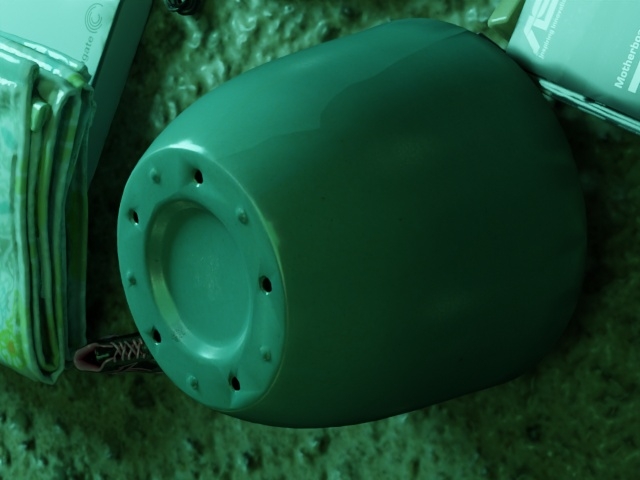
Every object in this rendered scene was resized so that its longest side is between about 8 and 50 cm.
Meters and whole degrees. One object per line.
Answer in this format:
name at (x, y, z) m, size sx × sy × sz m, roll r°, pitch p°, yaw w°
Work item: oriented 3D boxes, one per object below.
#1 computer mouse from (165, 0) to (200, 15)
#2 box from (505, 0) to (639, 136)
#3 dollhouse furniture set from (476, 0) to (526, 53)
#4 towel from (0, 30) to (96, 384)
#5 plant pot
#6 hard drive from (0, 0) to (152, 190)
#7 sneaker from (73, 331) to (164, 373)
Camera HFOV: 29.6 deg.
computer mouse at (-0.060, -0.254, 1.066) m, size 0.193 × 0.042 × 0.106 m, roll 7°, pitch 90°, yaw 41°
box at (0.308, -0.232, 0.740) m, size 0.318 × 0.097 × 0.394 m, roll 39°, pitch 112°, yaw 51°
dollhouse furniture set at (0.152, -0.152, 0.948) m, size 0.114 × 0.091 × 0.081 m, roll -58°, pitch 18°, yaw -5°
towel at (-0.369, -0.061, 1.197) m, size 0.374 × 0.090 × 0.320 m, roll 23°, pitch 117°, yaw 34°
plant pot at (0.000, 0.000, 0.866) m, size 0.293 × 0.235 × 0.293 m, roll 19°, pitch 117°, yaw 44°
hard drive at (-0.342, -0.208, 1.250) m, size 0.353 × 0.047 × 0.233 m, roll 30°, pitch 107°, yaw 29°
sneaker at (-0.183, 0.106, 1.143) m, size 0.119 × 0.057 × 0.047 m, roll -14°, pitch 81°, yaw 31°
